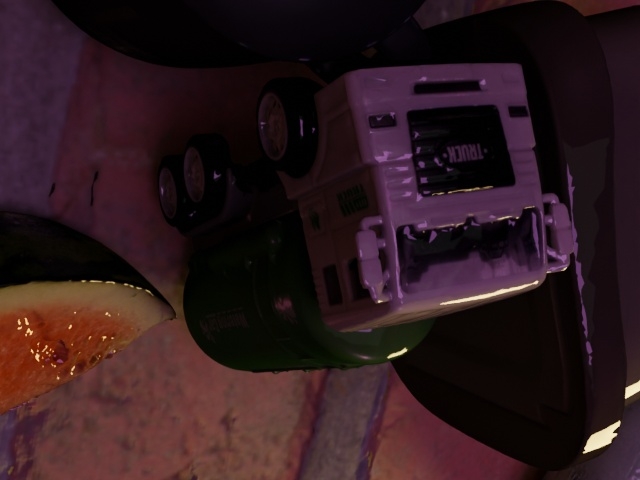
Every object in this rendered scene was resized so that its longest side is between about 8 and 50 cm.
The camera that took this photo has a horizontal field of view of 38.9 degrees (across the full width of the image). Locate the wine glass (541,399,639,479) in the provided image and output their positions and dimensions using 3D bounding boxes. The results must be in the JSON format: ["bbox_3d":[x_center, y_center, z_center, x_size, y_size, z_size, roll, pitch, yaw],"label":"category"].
[{"bbox_3d":[0.178,0.087,0.678,0.264,0.096,0.309,26,92,-10],"label":"wine glass"}]

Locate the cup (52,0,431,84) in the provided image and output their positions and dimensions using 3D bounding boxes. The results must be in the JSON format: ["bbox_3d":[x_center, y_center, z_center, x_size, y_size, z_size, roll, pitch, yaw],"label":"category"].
[{"bbox_3d":[-0.022,-0.142,0.404,0.223,0.176,0.169,42,79,-32],"label":"cup"}]

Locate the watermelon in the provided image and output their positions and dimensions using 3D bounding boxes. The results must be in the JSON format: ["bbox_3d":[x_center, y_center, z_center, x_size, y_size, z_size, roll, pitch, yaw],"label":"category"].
[{"bbox_3d":[-0.189,0.053,0.439,0.245,0.063,0.119,-25,136,-26],"label":"watermelon"}]

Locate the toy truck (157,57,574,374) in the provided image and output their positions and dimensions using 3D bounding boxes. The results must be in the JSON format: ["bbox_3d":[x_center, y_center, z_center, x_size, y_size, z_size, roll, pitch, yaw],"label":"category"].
[{"bbox_3d":[0.000,0.000,0.431,0.101,0.242,0.125,-7,83,-28],"label":"toy truck"}]

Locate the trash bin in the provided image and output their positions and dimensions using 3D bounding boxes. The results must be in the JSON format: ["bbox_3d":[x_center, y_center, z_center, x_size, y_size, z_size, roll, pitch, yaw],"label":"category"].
[{"bbox_3d":[0.169,-0.032,0.504,0.250,0.220,0.219,-18,103,-20],"label":"trash bin"}]
